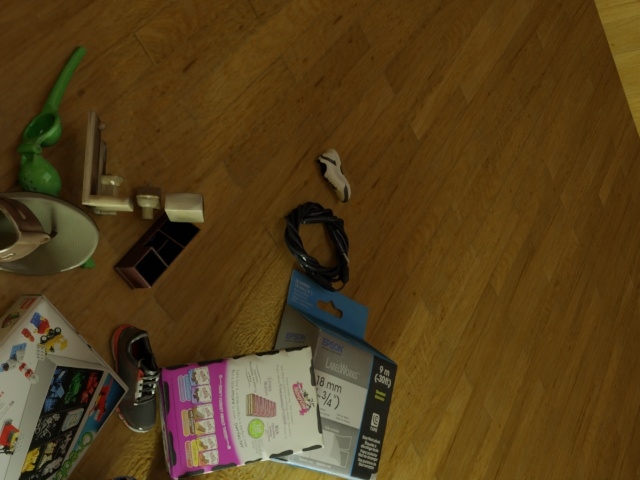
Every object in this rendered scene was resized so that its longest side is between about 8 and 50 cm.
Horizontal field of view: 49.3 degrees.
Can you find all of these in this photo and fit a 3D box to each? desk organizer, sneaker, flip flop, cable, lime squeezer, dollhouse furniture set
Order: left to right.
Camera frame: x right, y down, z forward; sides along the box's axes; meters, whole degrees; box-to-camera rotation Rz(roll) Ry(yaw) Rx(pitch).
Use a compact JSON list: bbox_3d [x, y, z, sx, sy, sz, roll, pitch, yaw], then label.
[{"bbox_3d":[-0.395,-0.019,0.824,0.277,0.080,0.112,24,95,-42],"label":"flip flop"},{"bbox_3d":[-0.347,-0.118,0.928,0.109,0.058,0.311,-1,86,-47],"label":"lime squeezer"},{"bbox_3d":[-0.257,0.199,0.990,0.061,0.064,0.158,-17,99,-47],"label":"sneaker"},{"bbox_3d":[-0.239,-0.098,0.976,0.151,0.144,0.123,2,83,-8],"label":"dollhouse furniture set"},{"bbox_3d":[-0.240,0.012,1.036,0.047,0.050,0.130,57,50,-28],"label":"desk organizer"},{"bbox_3d":[0.000,0.000,1.293,0.184,0.047,0.151,41,51,-36],"label":"cable"},{"bbox_3d":[0.024,-0.121,1.349,0.043,0.040,0.109,-30,106,-27],"label":"sneaker"}]

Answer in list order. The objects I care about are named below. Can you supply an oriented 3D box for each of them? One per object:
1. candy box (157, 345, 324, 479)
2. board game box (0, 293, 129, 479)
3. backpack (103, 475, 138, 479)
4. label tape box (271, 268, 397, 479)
[{"bbox_3d":[-0.121,0.253,1.055,0.233,0.071,0.159,-5,83,-22],"label":"candy box"},{"bbox_3d":[-0.380,0.240,0.832,0.193,0.053,0.305,61,43,-33],"label":"board game box"},{"bbox_3d":[-0.296,0.385,0.879,0.158,0.116,0.174,14,78,-64],"label":"backpack"},{"bbox_3d":[0.024,0.246,1.263,0.240,0.105,0.334,30,65,-42],"label":"label tape box"}]
